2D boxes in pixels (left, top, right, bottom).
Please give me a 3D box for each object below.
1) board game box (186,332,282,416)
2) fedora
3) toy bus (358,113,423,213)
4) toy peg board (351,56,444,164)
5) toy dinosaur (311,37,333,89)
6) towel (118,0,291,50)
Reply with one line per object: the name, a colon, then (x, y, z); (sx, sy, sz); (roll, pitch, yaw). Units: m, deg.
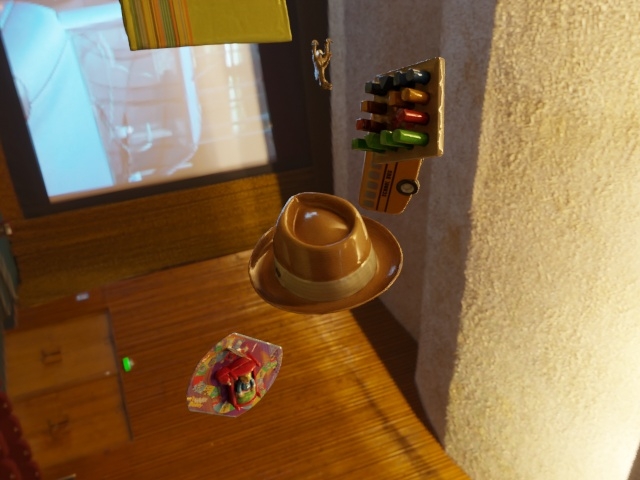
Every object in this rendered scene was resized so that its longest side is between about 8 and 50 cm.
board game box: (-0.117, 0.212, 0.913); (0.033, 0.133, 0.169); (33, 2, 41)
fedora: (0.000, 0.000, 0.711); (0.194, 0.194, 0.079); (-124, -161, -51)
toy bus: (0.165, -0.200, 1.323); (0.332, 0.130, 0.108); (94, 8, -55)
toy peg board: (0.123, -0.218, 1.039); (0.161, 0.079, 0.160); (1, -90, 54)
toy dinosaur: (-0.003, -0.439, 1.484); (0.092, 0.053, 0.183); (105, -17, -46)
towel: (-0.160, -0.325, 0.871); (0.021, 0.237, 0.102); (-179, -100, -67)
